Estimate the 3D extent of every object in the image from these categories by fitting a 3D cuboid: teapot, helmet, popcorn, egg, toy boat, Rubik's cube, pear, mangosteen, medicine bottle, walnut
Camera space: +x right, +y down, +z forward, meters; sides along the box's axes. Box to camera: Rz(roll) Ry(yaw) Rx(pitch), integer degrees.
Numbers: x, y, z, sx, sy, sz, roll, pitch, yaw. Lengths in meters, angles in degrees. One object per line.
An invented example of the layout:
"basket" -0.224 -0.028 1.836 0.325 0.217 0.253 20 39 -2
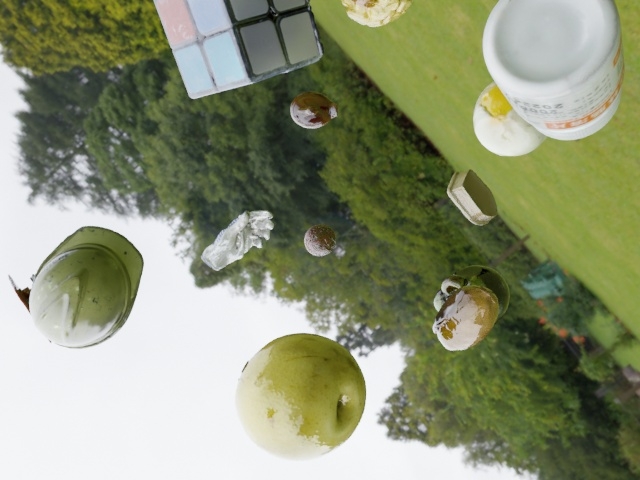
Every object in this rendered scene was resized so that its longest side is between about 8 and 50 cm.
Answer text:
"teapot" -0.017 -0.354 1.708 0.078 0.129 0.098 -106 18 -78
"helmet" -0.470 0.100 1.215 0.204 0.258 0.137 26 -179 -3
"popcorn" 0.144 -0.719 1.693 0.265 0.225 0.332 28 -133 3
"egg" 0.704 -0.461 2.268 0.283 0.283 0.345 49 -131 -16
"toy boat" 0.481 -0.127 1.953 0.188 0.061 0.116 46 -131 -18
"Rubik's cube" -0.231 -0.614 1.811 0.313 0.318 0.316 -33 -67 -38
"pear" -0.055 0.414 1.679 0.348 0.348 0.348 50 -169 -13
"mangosteen" 0.477 0.179 1.982 0.243 0.243 0.243 50 -169 -13
"medicine bottle" 0.434 -0.311 1.134 0.211 0.211 0.371 56 -160 19
"walnut" 0.362 0.197 1.575 0.137 0.245 0.137 14 -136 -14

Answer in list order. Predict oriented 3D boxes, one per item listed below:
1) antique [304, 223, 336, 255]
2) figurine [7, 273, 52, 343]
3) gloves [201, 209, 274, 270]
"antique" 0.000 0.000 1.916 0.104 0.104 0.104 50 -169 -13
"figurine" -0.615 0.109 1.551 0.183 0.226 0.160 21 138 56
"gloves" -0.217 -0.008 1.666 0.119 0.229 0.097 39 -154 -52
